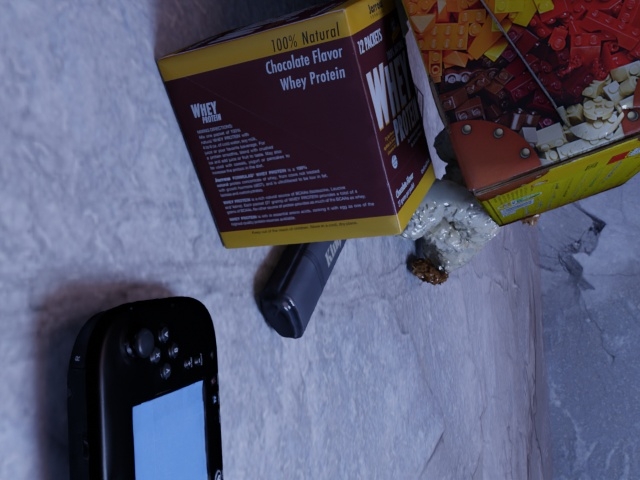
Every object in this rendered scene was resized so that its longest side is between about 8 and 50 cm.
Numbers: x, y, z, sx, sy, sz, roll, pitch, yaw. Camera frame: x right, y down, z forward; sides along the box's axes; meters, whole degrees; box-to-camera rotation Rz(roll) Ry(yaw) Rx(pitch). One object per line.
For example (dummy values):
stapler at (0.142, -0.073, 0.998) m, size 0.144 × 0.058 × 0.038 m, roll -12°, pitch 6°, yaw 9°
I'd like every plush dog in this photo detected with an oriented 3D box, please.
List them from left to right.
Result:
plush dog at (0.241, -0.041, 1.102) m, size 0.262 × 0.210 × 0.225 m, roll -56°, pitch 168°, yaw -28°

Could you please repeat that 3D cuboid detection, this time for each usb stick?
usb stick at (0.000, 0.000, 0.787) m, size 0.077 × 0.045 × 0.278 m, roll 66°, pitch 33°, yaw -32°

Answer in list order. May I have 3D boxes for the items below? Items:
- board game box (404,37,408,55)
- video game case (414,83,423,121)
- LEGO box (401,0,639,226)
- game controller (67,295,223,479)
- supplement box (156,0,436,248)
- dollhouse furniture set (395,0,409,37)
board game box at (0.096, -0.371, 1.010) m, size 0.126 × 0.026 × 0.186 m, roll 28°, pitch 52°, yaw -58°
video game case at (0.111, -0.203, 1.050) m, size 0.274 × 0.026 × 0.196 m, roll 26°, pitch 63°, yaw -58°
LEGO box at (0.221, -0.230, 0.742) m, size 0.500 × 0.193 × 0.373 m, roll 5°, pitch 67°, yaw -73°
game controller at (-0.123, 0.205, 0.502) m, size 0.166 × 0.067 × 0.319 m, roll 1°, pitch 86°, yaw -62°
supplement box at (-0.014, -0.112, 0.618) m, size 0.129 × 0.191 × 0.194 m, roll -50°, pitch 129°, yaw -53°
dollhouse furniture set at (0.028, -0.296, 0.807) m, size 0.151 × 0.144 × 0.123 m, roll -59°, pitch 133°, yaw -27°
